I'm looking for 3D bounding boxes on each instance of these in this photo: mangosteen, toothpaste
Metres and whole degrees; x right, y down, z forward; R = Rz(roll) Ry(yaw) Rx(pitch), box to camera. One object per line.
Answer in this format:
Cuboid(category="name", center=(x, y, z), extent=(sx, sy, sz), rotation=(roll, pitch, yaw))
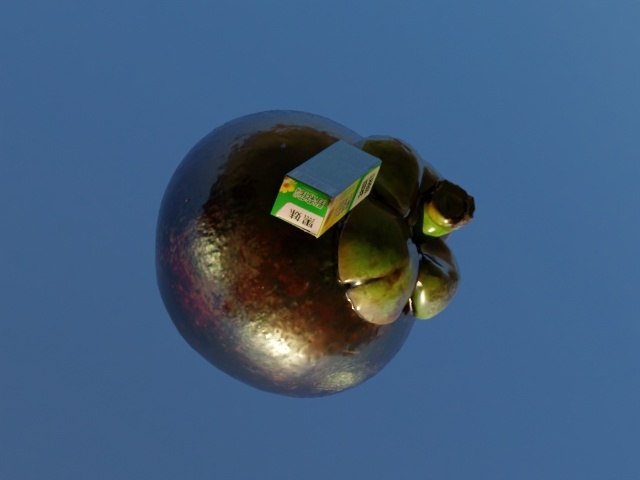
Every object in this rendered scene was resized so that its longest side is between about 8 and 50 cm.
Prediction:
Cuboid(category="mangosteen", center=(-0.014, 0.002, 1.447), extent=(0.300, 0.300, 0.300), rotation=(11, -113, -26))
Cuboid(category="toothpaste", center=(0.008, -0.044, 1.181), extent=(0.043, 0.037, 0.178), rotation=(24, -163, 8))
